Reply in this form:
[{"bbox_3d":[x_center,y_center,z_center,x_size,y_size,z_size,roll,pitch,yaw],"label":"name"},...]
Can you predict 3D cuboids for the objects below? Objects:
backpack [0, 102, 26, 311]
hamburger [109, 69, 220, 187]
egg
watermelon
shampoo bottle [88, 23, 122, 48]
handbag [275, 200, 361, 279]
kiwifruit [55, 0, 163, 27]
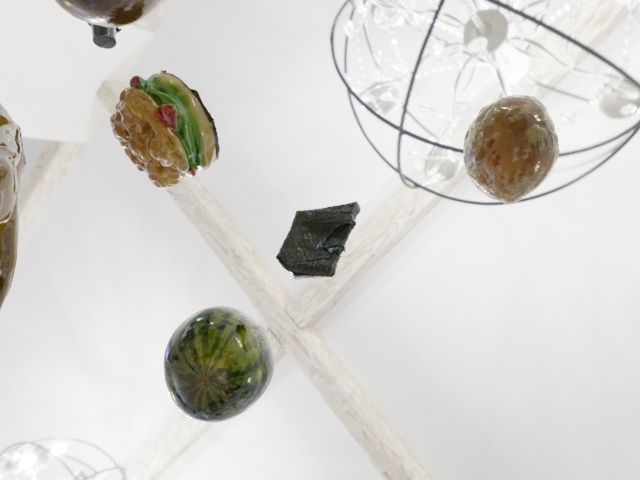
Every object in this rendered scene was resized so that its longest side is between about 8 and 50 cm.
[{"bbox_3d":[-0.388,0.019,0.403,0.201,0.353,0.378,46,-50,6],"label":"backpack"},{"bbox_3d":[-0.325,-0.218,1.092,0.237,0.148,0.237,37,-32,28],"label":"hamburger"},{"bbox_3d":[0.396,-0.190,1.132,0.194,0.195,0.234,-3,-118,27],"label":"egg"},{"bbox_3d":[-0.258,0.314,1.397,0.284,0.285,0.286,2,-85,27],"label":"watermelon"},{"bbox_3d":[-0.433,-0.484,1.080,0.072,0.072,0.214,-17,-108,27],"label":"shampoo bottle"},{"bbox_3d":[0.000,0.000,1.372,0.175,0.271,0.089,-8,-50,30],"label":"handbag"},{"bbox_3d":[-0.314,-0.431,0.809,0.233,0.196,0.196,-31,-100,19],"label":"kiwifruit"}]
